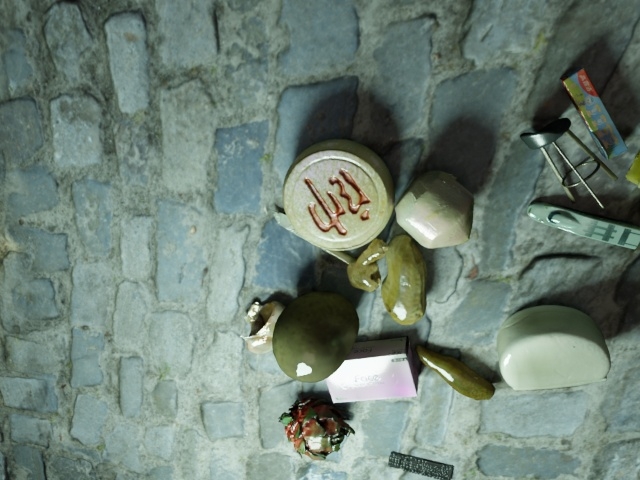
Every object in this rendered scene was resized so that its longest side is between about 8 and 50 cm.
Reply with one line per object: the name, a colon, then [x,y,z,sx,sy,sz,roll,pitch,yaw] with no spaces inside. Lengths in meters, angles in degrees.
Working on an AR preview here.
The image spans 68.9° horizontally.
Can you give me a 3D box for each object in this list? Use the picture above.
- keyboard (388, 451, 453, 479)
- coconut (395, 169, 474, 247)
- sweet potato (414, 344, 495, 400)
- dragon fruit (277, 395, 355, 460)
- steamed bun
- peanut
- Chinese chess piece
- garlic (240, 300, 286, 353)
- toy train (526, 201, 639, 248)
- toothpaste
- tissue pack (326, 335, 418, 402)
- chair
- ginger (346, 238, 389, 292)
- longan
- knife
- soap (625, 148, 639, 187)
keyboard: [0.311,0.706,1.455,0.196,0.018,0.060,9,112,10]
coconut: [0.269,-0.065,1.056,0.183,0.171,0.170,36,117,1]
sweet potato: [0.360,0.361,1.262,0.244,0.077,0.077,31,117,-1]
dragon fruit: [-0.015,0.562,1.394,0.189,0.183,0.182,41,125,41]
steamed bun: [0.551,0.252,1.125,0.242,0.146,0.164,-14,111,21]
peanut: [0.207,0.100,1.172,0.111,0.120,0.236,-13,106,-17]
Chinese chess piece: [0.043,-0.108,1.123,0.270,0.112,0.269,5,114,11]
garlic: [-0.155,0.248,1.337,0.124,0.099,0.174,28,117,-15]
toy train: [0.585,-0.038,1.045,0.234,0.051,0.052,15,112,7]
toothpaste: [0.557,-0.256,0.947,0.044,0.070,0.193,-31,102,26]
tissue pack: [0.141,0.366,1.310,0.247,0.092,0.148,-12,110,18]
chair: [0.529,-0.174,0.985,0.221,0.104,0.095,43,90,-11]
ginger: [0.124,0.072,1.165,0.096,0.067,0.165,55,137,20]
longan: [-0.015,0.253,1.219,0.215,0.246,0.245,20,118,-18]
knife: [0.001,-0.001,1.230,0.298,0.017,0.047,29,111,0]
soap: [0.769,-0.142,0.941,0.234,0.076,0.134,18,116,5]
